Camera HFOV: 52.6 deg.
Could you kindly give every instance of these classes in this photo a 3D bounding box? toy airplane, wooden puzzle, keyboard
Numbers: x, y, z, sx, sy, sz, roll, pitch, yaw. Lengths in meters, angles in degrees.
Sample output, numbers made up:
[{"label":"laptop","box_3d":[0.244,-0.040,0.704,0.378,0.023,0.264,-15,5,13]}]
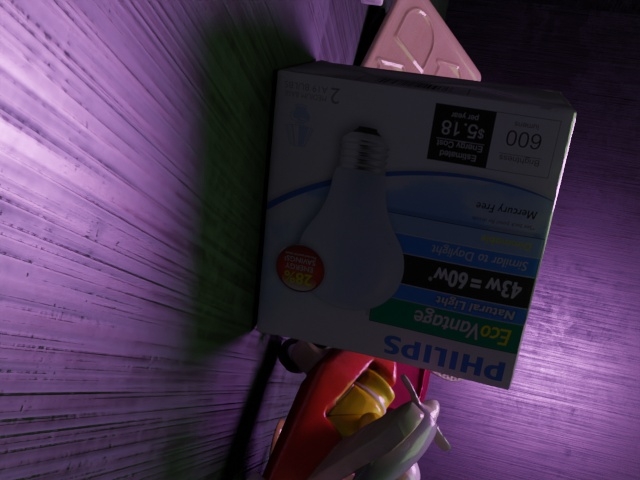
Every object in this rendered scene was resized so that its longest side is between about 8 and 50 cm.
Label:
[{"label":"toy airplane","box_3d":[0.022,0.328,0.956,0.385,0.272,0.386,-59,-172,7]},{"label":"wooden puzzle","box_3d":[0.201,-0.336,1.392,0.322,0.080,0.348,40,63,-37]},{"label":"keyboard","box_3d":[0.125,-0.420,1.424,0.100,0.038,0.192,-59,156,-25]}]

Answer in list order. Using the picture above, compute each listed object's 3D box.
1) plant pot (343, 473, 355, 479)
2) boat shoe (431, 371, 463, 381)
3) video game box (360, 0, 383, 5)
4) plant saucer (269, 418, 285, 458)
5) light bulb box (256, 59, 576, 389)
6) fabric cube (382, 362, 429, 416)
[{"label":"plant pot","box_3d":[0.034,0.612,1.567,0.201,0.180,0.202,10,90,-80]},{"label":"boat shoe","box_3d":[0.272,0.200,1.832,0.187,0.500,0.156,-43,-166,10]},{"label":"video game box","box_3d":[0.109,-0.559,1.143,0.187,0.048,0.205,85,19,-62]},{"label":"plant saucer","box_3d":[-0.075,0.374,1.205,0.083,0.015,0.084,10,90,-79]},{"label":"light bulb box","box_3d":[0.120,-0.038,0.890,0.225,0.357,0.361,-49,147,-66]},{"label":"fabric cube","box_3d":[0.149,0.372,1.706,0.258,0.253,0.259,86,22,-48]}]
